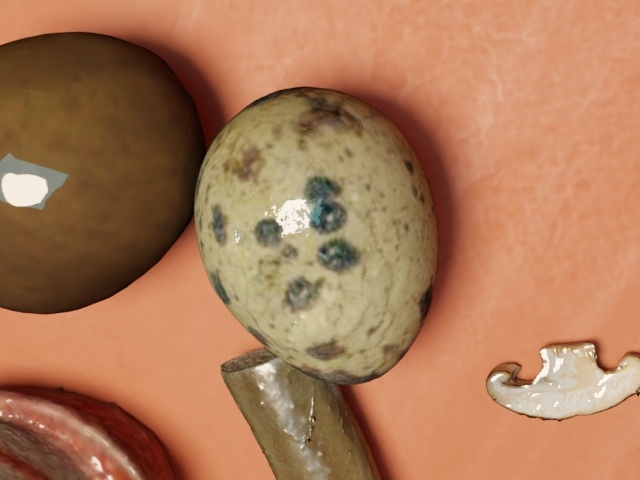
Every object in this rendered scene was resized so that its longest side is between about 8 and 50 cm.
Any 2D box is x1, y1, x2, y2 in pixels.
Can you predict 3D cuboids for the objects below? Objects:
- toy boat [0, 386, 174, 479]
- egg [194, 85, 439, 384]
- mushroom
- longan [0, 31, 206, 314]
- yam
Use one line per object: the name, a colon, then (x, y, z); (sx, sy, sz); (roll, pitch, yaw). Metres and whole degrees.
toy boat: (-0.213, 0.166, 0.609); (0.206, 0.282, 0.096); (24, 105, 8)
egg: (0.000, 0.000, 0.594); (0.141, 0.141, 0.181); (-13, 106, 17)
mushroom: (0.155, 0.088, 0.636); (0.101, 0.019, 0.049); (-6, 101, 13)
longan: (-0.162, -0.041, 0.621); (0.189, 0.189, 0.189); (3, 102, 14)
yam: (0.000, 0.144, 0.662); (0.068, 0.068, 0.169); (-26, 94, 18)
